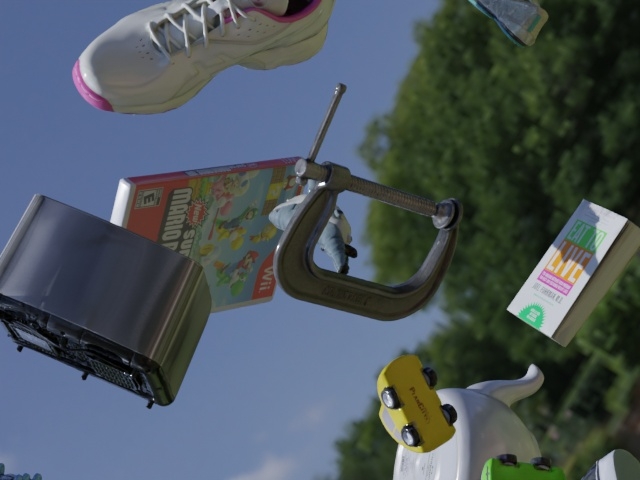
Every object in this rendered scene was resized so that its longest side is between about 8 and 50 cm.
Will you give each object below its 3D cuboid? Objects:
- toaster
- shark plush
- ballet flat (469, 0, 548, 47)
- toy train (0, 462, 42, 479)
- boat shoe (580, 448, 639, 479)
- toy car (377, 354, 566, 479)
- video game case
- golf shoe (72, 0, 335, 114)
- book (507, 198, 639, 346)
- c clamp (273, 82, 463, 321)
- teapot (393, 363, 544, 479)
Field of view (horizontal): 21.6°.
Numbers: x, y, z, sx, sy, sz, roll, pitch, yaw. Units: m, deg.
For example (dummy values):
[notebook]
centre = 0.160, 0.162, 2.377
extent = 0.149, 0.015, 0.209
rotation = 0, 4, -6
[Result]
[toaster]
centre = -0.191, 0.053, 1.428
extent = 0.186, 0.168, 0.110
rotation = 88, -155, -74
[shark plush]
centre = 0.000, 0.000, 1.776
extent = 0.067, 0.161, 0.073
rotation = -27, -44, -6
[ballet flat]
centre = 0.207, -0.254, 1.828
extent = 0.052, 0.057, 0.168
rotation = -51, 27, 11
[toy train]
centre = -0.418, 0.346, 2.178
extent = 0.184, 0.080, 0.105
rotation = 58, -133, -81
[boat shoe]
centre = 0.339, 0.376, 1.978
extent = 0.105, 0.113, 0.306
rotation = -40, 28, 26
[toy car]
centre = 0.146, 0.246, 1.692
extent = 0.053, 0.225, 0.239
rotation = -29, 54, 57
[video game case]
centre = -0.144, 0.004, 2.032
extent = 0.285, 0.025, 0.204
rotation = -10, -54, -44
[golf shoe]
centre = -0.114, -0.225, 1.734
extent = 0.306, 0.115, 0.140
rotation = -25, -15, -29
[book]
centre = 0.265, 0.033, 1.755
extent = 0.144, 0.035, 0.096
rotation = -56, 29, 0
[c clamp]
centre = 0.036, -0.012, 1.083
extent = 0.160, 0.022, 0.137
rotation = 23, -78, -40
[teapot]
centre = 0.229, 0.337, 2.369
extent = 0.252, 0.187, 0.256
rotation = -104, 33, -48
